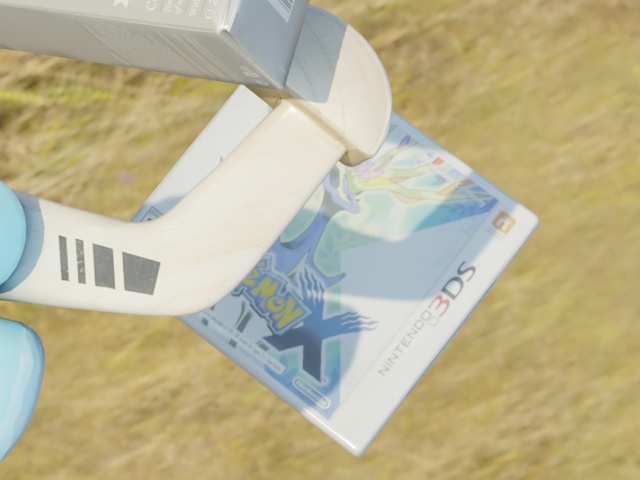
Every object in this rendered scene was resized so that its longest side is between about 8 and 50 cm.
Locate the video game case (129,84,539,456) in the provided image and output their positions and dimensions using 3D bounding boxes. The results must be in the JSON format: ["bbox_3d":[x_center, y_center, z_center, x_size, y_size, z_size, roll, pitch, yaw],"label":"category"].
[{"bbox_3d":[0.000,0.000,1.878,0.329,0.300,0.036,37,-9,11],"label":"video game case"}]

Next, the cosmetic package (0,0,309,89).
[{"bbox_3d":[-0.124,-0.175,1.119,0.107,0.238,0.127,39,63,-65],"label":"cosmetic package"}]

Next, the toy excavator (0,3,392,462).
[{"bbox_3d":[-0.208,0.028,1.192,0.445,0.222,0.433,13,84,-9],"label":"toy excavator"}]
